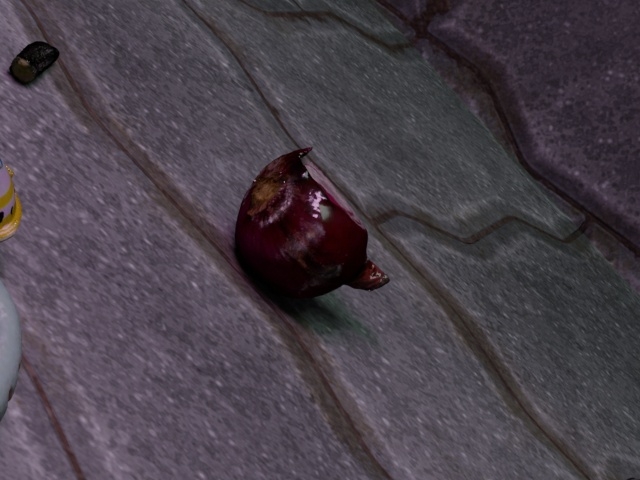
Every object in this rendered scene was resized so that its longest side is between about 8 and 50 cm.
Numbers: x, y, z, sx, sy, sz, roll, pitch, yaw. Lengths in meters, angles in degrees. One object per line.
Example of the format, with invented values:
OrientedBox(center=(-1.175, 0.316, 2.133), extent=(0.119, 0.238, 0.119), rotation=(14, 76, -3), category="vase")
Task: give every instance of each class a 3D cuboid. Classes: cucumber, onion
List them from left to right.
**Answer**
OrientedBox(center=(-0.309, -0.200, 1.862), extent=(0.033, 0.034, 0.135), rotation=(37, 19, -7), category="cucumber")
OrientedBox(center=(-0.013, 0.008, 1.910), extent=(0.198, 0.135, 0.173), rotation=(52, 10, -28), category="onion")

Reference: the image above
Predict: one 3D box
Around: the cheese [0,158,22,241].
OrientedBox(center=(-0.333, -0.041, 1.413), extent=(0.156, 0.064, 0.250), rotation=(38, 28, 6), category="cheese")

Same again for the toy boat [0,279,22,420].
OrientedBox(center=(-0.279, 0.067, 1.276), extent=(0.134, 0.079, 0.207), rotation=(35, 22, -18), category="toy boat")
